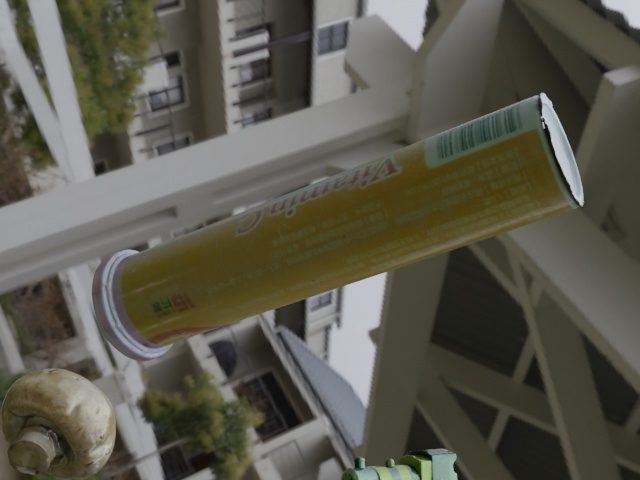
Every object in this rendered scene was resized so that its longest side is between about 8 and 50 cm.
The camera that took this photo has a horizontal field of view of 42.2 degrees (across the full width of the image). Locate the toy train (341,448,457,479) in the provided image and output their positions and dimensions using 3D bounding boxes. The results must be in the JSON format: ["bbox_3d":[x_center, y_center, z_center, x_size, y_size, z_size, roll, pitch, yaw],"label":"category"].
[{"bbox_3d":[0.102,0.364,1.167,0.083,0.200,0.132,-15,-107,52],"label":"toy train"}]

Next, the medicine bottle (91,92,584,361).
[{"bbox_3d":[0.000,0.000,0.702,0.108,0.426,0.108,43,37,-44],"label":"medicine bottle"}]

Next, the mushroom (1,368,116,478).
[{"bbox_3d":[-0.360,0.257,1.135,0.127,0.166,0.166,-69,157,-53],"label":"mushroom"}]
